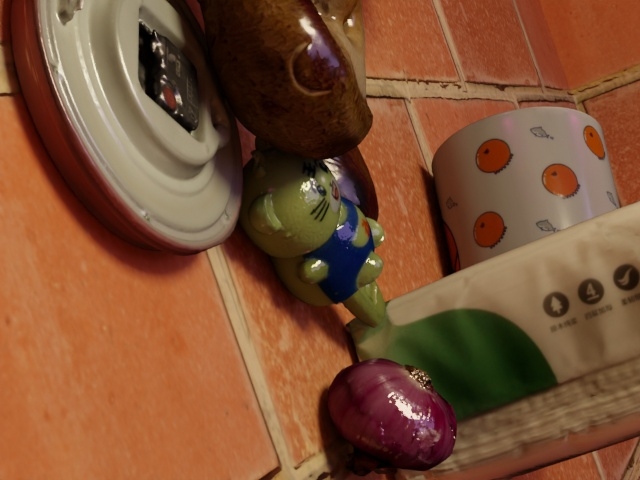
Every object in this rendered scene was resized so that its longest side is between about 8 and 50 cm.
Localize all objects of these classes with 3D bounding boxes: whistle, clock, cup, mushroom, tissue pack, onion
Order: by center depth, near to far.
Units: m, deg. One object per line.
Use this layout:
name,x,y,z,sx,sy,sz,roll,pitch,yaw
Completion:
clock,-0.123,-0.106,0.873,0.244,0.056,0.244,52,28,-42
mushroom,-0.030,-0.168,0.961,0.194,0.138,0.231,91,-5,-59
whistle,0.000,0.000,1.040,0.227,0.085,0.105,51,32,-41
onion,0.057,0.151,1.042,0.115,0.104,0.115,31,1,0
tissue pack,0.239,0.098,1.173,0.266,0.356,0.194,13,56,-65
mushroom,0.018,-0.060,1.184,0.123,0.052,0.123,55,22,-35
cup,0.260,0.031,1.473,0.212,0.212,0.318,36,40,-56
